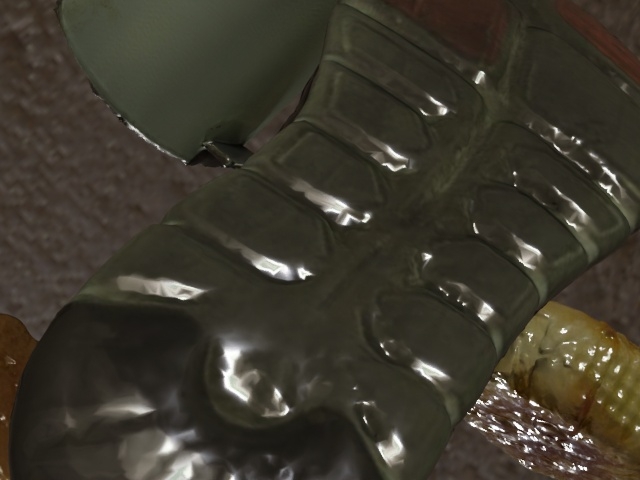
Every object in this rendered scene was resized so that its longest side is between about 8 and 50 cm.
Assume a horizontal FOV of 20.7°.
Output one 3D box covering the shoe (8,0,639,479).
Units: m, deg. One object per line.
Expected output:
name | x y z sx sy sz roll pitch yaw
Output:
shoe | 0.008 0.022 0.508 0.114 0.291 0.137 33 138 7

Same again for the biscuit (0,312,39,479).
biscuit | -0.245 0.156 1.167 0.184 0.249 0.035 17 146 -22

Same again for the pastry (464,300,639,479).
pastry | 0.188 0.120 1.366 0.192 0.093 0.182 36 157 -16

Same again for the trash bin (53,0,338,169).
trash bin | -0.072 -0.228 1.572 0.262 0.217 0.277 -41 70 23
